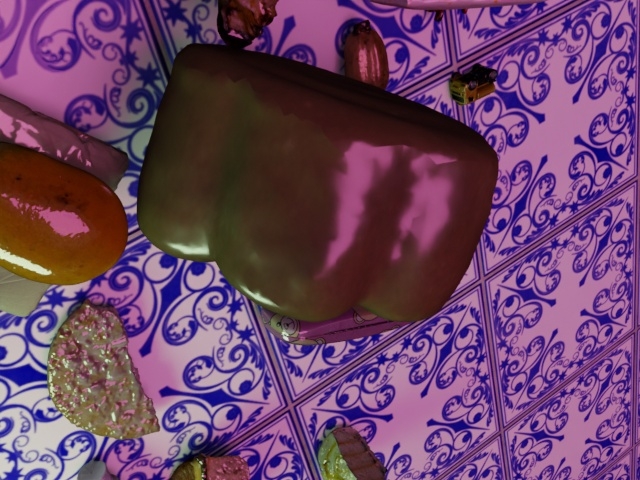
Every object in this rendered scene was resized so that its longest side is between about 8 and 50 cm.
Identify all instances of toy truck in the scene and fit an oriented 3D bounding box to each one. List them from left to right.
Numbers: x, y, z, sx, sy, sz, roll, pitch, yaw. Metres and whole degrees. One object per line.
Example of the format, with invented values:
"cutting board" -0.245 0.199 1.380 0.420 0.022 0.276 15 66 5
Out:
"toy truck" 0.273 -0.278 1.408 0.083 0.049 0.054 -26 127 -24

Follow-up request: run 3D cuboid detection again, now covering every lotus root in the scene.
"lotus root" 0.073 -0.277 1.253 0.072 0.063 0.152 -9 117 -16

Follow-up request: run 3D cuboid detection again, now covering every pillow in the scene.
"pillow" -0.428 -0.053 1.003 0.274 0.076 0.281 27 102 -39

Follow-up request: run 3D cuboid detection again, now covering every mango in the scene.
"mango" -0.340 -0.028 0.944 0.221 0.120 0.152 25 104 -32

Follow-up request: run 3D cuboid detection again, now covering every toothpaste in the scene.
"toothpaste" -0.342 0.467 1.346 0.057 0.089 0.234 -73 151 -47

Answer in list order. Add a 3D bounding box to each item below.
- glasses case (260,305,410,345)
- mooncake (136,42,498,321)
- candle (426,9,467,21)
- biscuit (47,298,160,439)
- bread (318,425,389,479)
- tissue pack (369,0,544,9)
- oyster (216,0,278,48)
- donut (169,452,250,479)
"glasses case" 0.043 0.125 1.403 0.316 0.123 0.076 -7 118 -34
"mooncake" -0.003 -0.086 1.042 0.466 0.467 0.262 3 111 -37
"candle" 0.258 -0.496 1.276 0.084 0.059 0.302 23 98 -37
"biscuit" -0.351 0.219 1.223 0.141 0.038 0.290 -26 124 -22
"bread" 0.055 0.470 1.586 0.103 0.156 0.110 11 127 -49
"tissue pack" 0.195 -0.408 1.151 0.225 0.185 0.124 -8 110 -15
"oyster" -0.152 -0.415 0.950 0.096 0.221 0.361 -18 124 19
"donut" -0.208 0.466 1.416 0.126 0.144 0.187 5 83 -45
